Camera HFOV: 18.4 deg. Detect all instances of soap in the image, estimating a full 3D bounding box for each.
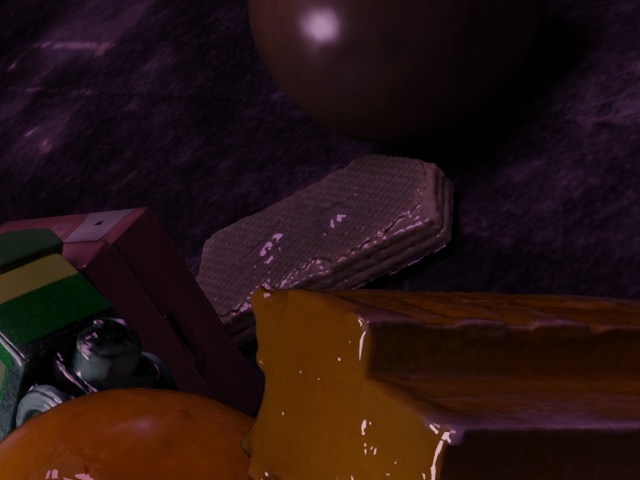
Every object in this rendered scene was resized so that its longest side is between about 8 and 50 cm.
[{"bbox_3d":[0.128,0.111,1.125,0.259,0.281,0.143,27,111,60],"label":"soap"}]

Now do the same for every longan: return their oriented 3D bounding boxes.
[{"bbox_3d":[0.068,-0.208,1.704,0.258,0.258,0.258,-29,29,18],"label":"longan"}]

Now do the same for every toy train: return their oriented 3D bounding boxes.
[{"bbox_3d":[-0.217,0.150,1.481,0.120,0.300,0.202,-22,53,-40],"label":"toy train"}]

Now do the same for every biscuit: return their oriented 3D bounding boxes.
[{"bbox_3d":[0.000,0.000,1.679,0.252,0.052,0.150,-26,30,23],"label":"biscuit"}]

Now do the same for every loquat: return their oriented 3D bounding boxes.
[{"bbox_3d":[-0.112,0.223,1.246,0.275,0.275,0.275,-29,29,18],"label":"loquat"}]

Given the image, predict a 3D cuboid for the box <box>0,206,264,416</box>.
[{"bbox_3d":[-0.177,0.079,1.603,0.215,0.215,0.086,-5,34,46],"label":"box"}]
